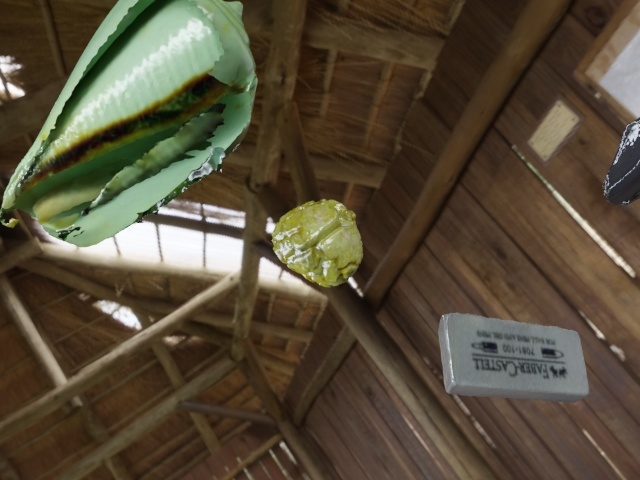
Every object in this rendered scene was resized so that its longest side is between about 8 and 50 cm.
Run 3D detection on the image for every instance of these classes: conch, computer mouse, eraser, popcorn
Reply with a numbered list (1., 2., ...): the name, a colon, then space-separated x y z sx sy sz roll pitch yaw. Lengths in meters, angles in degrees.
1. conch: -0.142 -0.093 0.503 0.250 0.144 0.137 -60 11 -11
2. computer mouse: 0.446 -0.107 0.835 0.099 0.057 0.172 -7 -47 -22
3. eraser: 0.312 0.191 0.988 0.353 0.111 0.077 12 -28 -30
4. popcorn: 0.000 0.000 0.812 0.116 0.121 0.106 55 -122 -73
